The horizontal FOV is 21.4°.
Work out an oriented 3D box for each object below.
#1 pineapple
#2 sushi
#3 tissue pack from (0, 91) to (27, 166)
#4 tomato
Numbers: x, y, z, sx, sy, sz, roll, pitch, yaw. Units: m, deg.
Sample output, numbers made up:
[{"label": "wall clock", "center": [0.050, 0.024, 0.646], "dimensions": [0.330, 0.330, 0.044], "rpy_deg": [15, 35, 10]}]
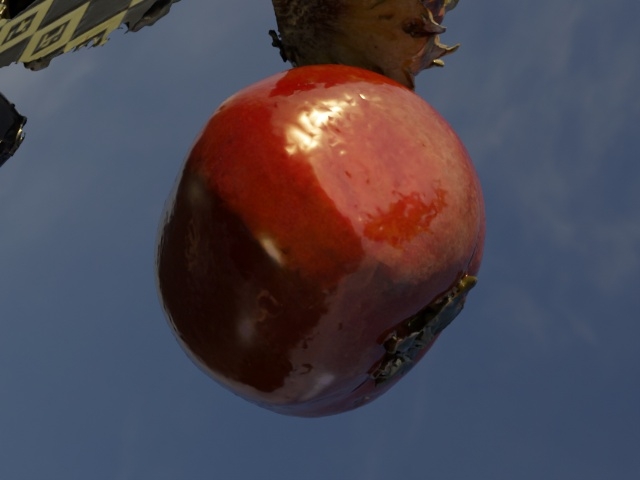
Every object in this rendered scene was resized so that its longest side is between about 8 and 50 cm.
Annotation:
[{"label": "pineapple", "center": [0.070, -0.310, 1.774], "dimensions": [0.209, 0.344, 0.286], "rpy_deg": [-5, -151, 18]}, {"label": "sushi", "center": [-0.123, -0.183, 1.139], "dimensions": [0.290, 0.050, 0.264], "rpy_deg": [-5, -138, 50]}, {"label": "tissue pack", "center": [-0.409, -0.148, 1.287], "dimensions": [0.198, 0.370, 0.210], "rpy_deg": [27, -108, 40]}, {"label": "tomato", "center": [0.000, 0.000, 1.613], "dimensions": [0.290, 0.325, 0.293], "rpy_deg": [44, -31, 16]}]
